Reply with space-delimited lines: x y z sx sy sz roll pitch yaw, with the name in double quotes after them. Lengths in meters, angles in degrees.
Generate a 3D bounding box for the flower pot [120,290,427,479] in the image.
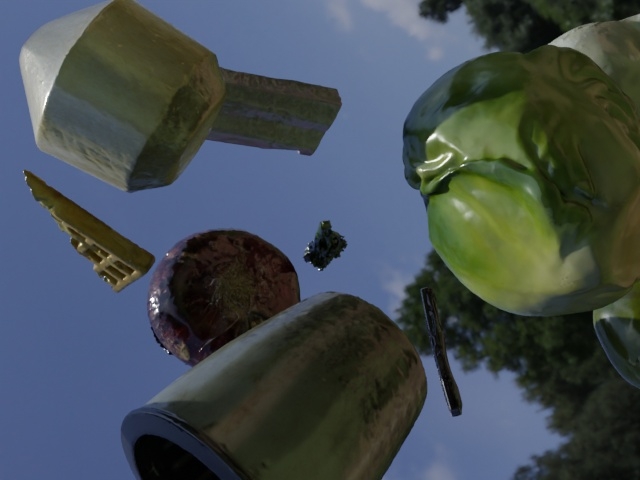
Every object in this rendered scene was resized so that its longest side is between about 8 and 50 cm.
-0.042 0.235 1.260 0.330 0.294 0.293 -42 -72 -34 "flower pot"

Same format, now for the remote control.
0.193 0.177 1.574 0.059 0.028 0.212 69 -172 -66 "remote control"

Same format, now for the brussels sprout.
0.216 -0.057 0.999 0.294 0.227 0.259 36 156 45 "brussels sprout"

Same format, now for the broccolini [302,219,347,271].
0.012 0.006 1.562 0.058 0.074 0.201 33 173 0 "broccolini"

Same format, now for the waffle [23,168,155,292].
-0.305 -0.008 1.228 0.191 0.125 0.032 37 -119 -16 "waffle"

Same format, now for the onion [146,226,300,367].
-0.154 0.101 1.567 0.190 0.247 0.246 114 146 -55 "onion"

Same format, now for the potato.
0.478 0.120 1.258 0.253 0.186 0.148 23 179 30 "potato"

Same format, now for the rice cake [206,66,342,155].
-0.116 -0.182 1.358 0.298 0.106 0.050 6 -141 -32 "rice cake"

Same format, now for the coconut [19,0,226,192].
-0.229 -0.167 1.105 0.222 0.202 0.202 31 -154 -5 "coconut"

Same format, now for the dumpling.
0.328 -0.154 1.145 0.147 0.258 0.193 6 -128 -56 "dumpling"
